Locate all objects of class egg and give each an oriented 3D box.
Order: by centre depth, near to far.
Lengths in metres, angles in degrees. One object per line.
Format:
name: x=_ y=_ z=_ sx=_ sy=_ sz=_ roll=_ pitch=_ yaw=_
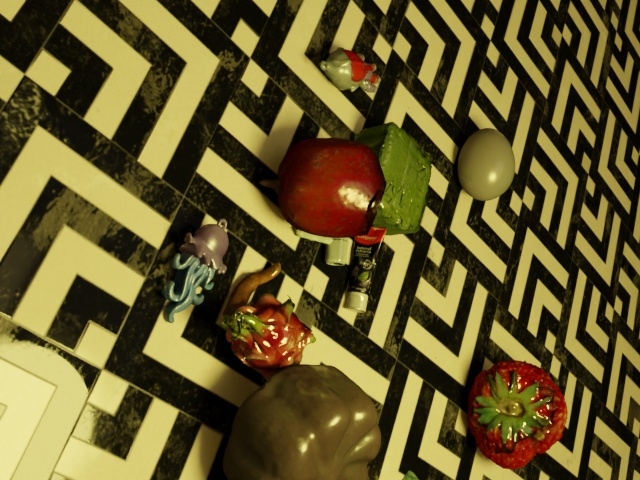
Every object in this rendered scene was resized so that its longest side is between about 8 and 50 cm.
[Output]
egg: x=0.429 y=-0.197 z=1.935 sx=0.146 sy=0.146 sz=0.199 roll=33 pitch=56 yaw=-38

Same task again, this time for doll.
doll: x=-0.218 y=0.049 z=1.305 sx=0.206 sy=0.067 sz=0.110 roll=-61 pitch=140 yaw=-18
doll: x=0.065 y=-0.373 z=1.637 sx=0.227 sy=0.075 sz=0.102 roll=-15 pitch=81 yaw=-55

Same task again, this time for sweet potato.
sweet potato: x=-0.134 y=0.089 z=1.399 sx=0.179 sy=0.044 sz=0.044 roll=-47 pitch=118 yaw=-46

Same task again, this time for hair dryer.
hair dryer: x=0.000 y=0.000 z=1.547 sx=0.137 sy=0.047 sz=0.082 roll=16 pitch=74 yaw=-38

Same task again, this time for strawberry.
strawberry: x=0.488 y=0.429 z=1.876 sx=0.239 sy=0.250 sz=0.288 roll=60 pitch=13 yaw=24

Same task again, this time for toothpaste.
toothpaste: x=0.091 y=0.058 z=1.624 sx=0.045 sy=0.071 sz=0.194 roll=45 pitch=56 yaw=-66

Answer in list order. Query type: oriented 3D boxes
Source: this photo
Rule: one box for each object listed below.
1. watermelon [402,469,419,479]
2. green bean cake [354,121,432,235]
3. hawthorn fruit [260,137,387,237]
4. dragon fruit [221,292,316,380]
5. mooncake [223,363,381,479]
watermelon: x=0.209 y=0.613 z=1.678 sx=0.094 sy=0.081 sz=0.180 roll=24 pitch=72 yaw=-69
green bean cake: x=0.152 y=-0.132 z=1.669 sx=0.200 sy=0.113 sz=0.214 roll=36 pitch=61 yaw=-40
hawthorn fruit: x=0.006 y=-0.099 z=1.458 sx=0.249 sy=0.215 sz=0.216 roll=-3 pitch=86 yaw=-11
dragon fruit: x=-0.098 y=0.159 z=1.332 sx=0.137 sy=0.135 sz=0.236 roll=-53 pitch=147 yaw=-20
mooncake: x=-0.023 y=0.374 z=1.325 sx=0.306 sy=0.154 sz=0.306 roll=-26 pitch=131 yaw=-34
